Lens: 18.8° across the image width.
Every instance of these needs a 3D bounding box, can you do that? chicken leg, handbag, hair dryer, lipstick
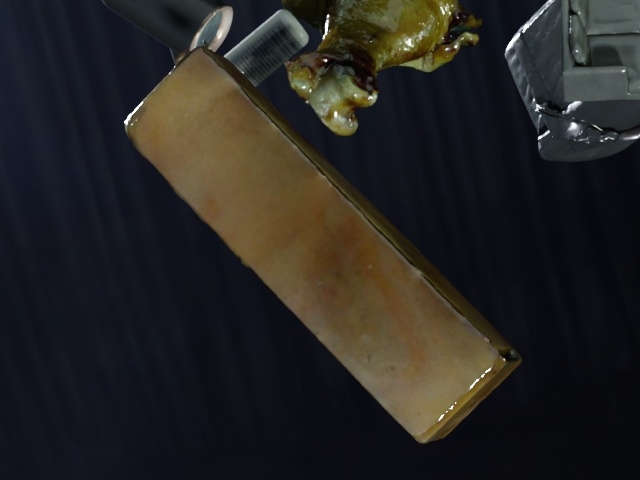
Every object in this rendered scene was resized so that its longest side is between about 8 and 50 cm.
[{"bbox_3d":[0.038,-0.243,2.083,0.211,0.140,0.361,26,-152,18],"label":"chicken leg"},{"bbox_3d":[0.346,-0.206,2.246,0.181,0.181,0.254,-1,154,-34],"label":"handbag"},{"bbox_3d":[-0.156,-0.208,2.046,0.128,0.255,0.070,34,-106,13],"label":"hair dryer"},{"bbox_3d":[-0.073,-0.144,1.677,0.141,0.040,0.040,-38,-154,6],"label":"lipstick"}]

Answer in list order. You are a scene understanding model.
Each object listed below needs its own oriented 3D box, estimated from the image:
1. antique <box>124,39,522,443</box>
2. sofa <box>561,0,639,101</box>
[{"bbox_3d":[0.000,0.000,1.337,0.087,0.310,0.093,-46,169,8],"label":"antique"},{"bbox_3d":[0.276,-0.208,1.876,0.085,0.060,0.147,0,-127,8],"label":"sofa"}]
